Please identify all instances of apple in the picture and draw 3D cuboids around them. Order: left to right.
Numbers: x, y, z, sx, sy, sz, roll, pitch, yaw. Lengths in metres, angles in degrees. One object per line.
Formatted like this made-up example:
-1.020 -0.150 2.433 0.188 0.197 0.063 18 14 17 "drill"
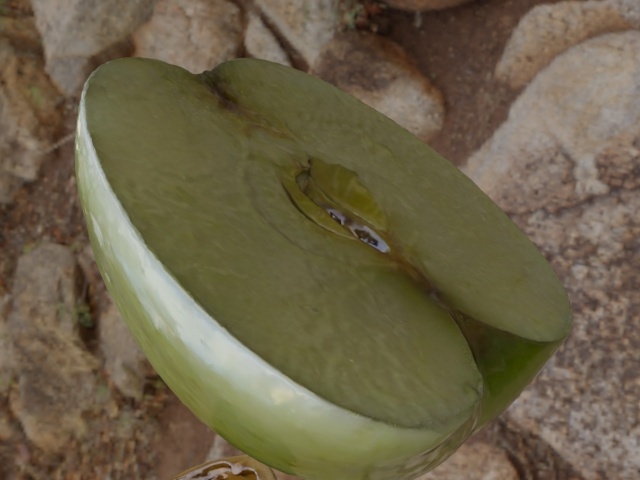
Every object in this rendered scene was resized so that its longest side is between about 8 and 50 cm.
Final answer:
0.000 0.000 0.751 0.311 0.360 0.320 -43 -20 -12 "apple"

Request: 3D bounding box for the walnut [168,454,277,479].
-0.107 0.266 0.798 0.167 0.211 0.087 -4 112 44 "walnut"
